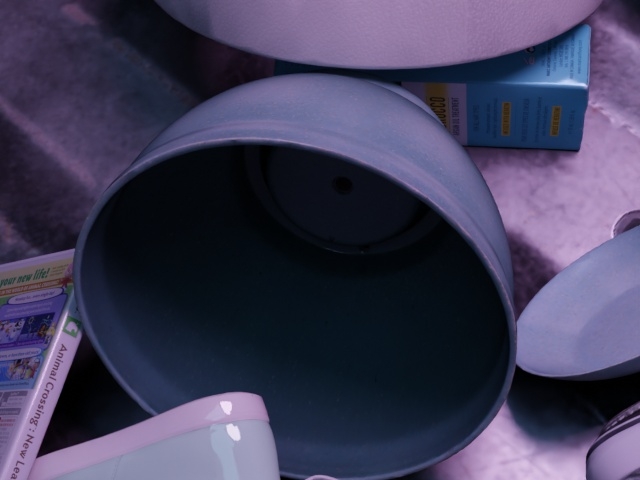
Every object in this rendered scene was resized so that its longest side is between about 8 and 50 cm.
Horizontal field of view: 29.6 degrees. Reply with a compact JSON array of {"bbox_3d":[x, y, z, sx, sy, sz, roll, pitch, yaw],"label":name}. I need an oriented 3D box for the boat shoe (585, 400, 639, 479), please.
[{"bbox_3d":[0.322,0.091,0.847,0.335,0.121,0.119,-18,54,-13],"label":"boat shoe"}]

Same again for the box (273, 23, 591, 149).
[{"bbox_3d":[0.091,-0.126,0.980,0.244,0.100,0.060,3,65,9],"label":"box"}]

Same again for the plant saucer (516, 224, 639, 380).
[{"bbox_3d":[0.228,0.047,0.860,0.195,0.195,0.037,-37,105,-11],"label":"plant saucer"}]

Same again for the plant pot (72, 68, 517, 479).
[{"bbox_3d":[0.000,0.000,0.853,0.293,0.293,0.196,7,38,11],"label":"plant pot"}]

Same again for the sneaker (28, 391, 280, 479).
[{"bbox_3d":[-0.134,0.214,0.815,0.256,0.094,0.151,-26,66,24],"label":"sneaker"}]

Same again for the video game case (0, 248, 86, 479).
[{"bbox_3d":[-0.249,0.104,0.887,0.212,0.023,0.193,-10,55,47],"label":"video game case"}]

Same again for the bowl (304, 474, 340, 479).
[{"bbox_3d":[0.017,0.251,0.830,0.142,0.053,0.142,27,69,19],"label":"bowl"}]

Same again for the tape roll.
[{"bbox_3d":[0.046,-0.259,0.978,0.392,0.072,0.392,0,36,0],"label":"tape roll"}]
